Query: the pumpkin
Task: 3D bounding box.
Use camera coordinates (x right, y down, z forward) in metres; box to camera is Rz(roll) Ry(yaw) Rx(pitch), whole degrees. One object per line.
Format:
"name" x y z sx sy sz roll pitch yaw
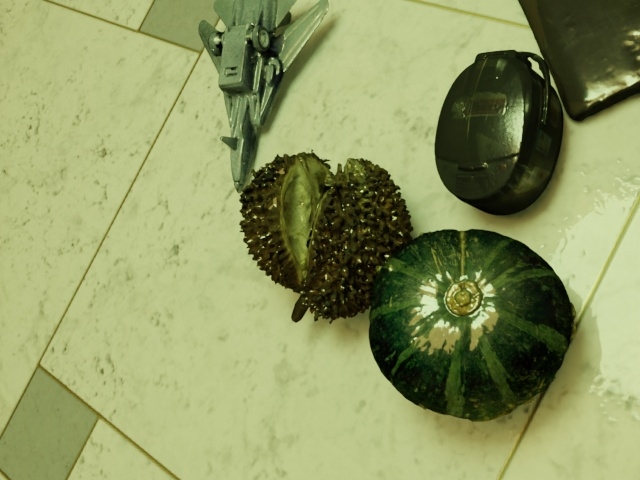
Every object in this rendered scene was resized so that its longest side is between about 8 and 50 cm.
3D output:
"pumpkin" 0.139 0.077 0.758 0.190 0.146 0.190 -11 66 26

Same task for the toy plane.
"toy plane" -0.099 -0.197 1.030 0.212 0.088 0.267 1 74 32

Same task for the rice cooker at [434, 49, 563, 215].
"rice cooker" 0.184 -0.109 0.818 0.112 0.106 0.165 6 73 43

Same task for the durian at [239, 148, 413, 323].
"durian" 0.000 0.000 0.864 0.196 0.167 0.196 -2 86 42

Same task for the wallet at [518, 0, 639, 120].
"wallet" 0.289 -0.288 0.860 0.165 0.042 0.310 -26 62 23
